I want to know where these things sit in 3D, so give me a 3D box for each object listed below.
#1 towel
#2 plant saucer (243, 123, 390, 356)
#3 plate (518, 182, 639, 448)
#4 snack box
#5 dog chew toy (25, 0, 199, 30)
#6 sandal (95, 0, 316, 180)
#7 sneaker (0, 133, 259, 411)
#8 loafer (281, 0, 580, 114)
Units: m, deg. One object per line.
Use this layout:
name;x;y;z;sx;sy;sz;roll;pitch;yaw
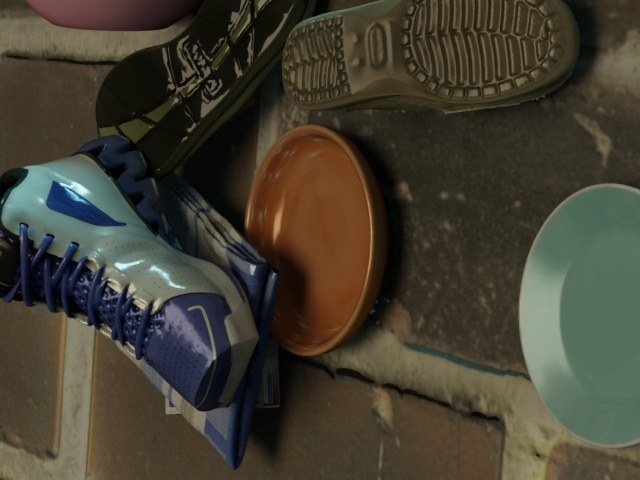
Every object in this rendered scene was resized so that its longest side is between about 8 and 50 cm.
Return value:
towel;-0.127;0.060;1.758;0.285;0.034;0.209;40;124;52
plant saucer;0.000;0.000;1.623;0.200;0.037;0.199;-3;86;56
plate;0.209;0.053;1.330;0.188;0.024;0.188;-1;89;55
snack box;-0.094;0.129;1.769;0.178;0.022;0.064;-12;79;55
dog chew toy;-0.192;-0.365;1.748;0.207;0.207;0.331;19;110;54
sandal;-0.098;-0.149;1.735;0.303;0.086;0.120;-35;68;33
sneaker;-0.205;0.036;1.666;0.315;0.182;0.127;51;136;35
loafer;0.093;-0.148;1.451;0.269;0.092;0.101;0;91;40
